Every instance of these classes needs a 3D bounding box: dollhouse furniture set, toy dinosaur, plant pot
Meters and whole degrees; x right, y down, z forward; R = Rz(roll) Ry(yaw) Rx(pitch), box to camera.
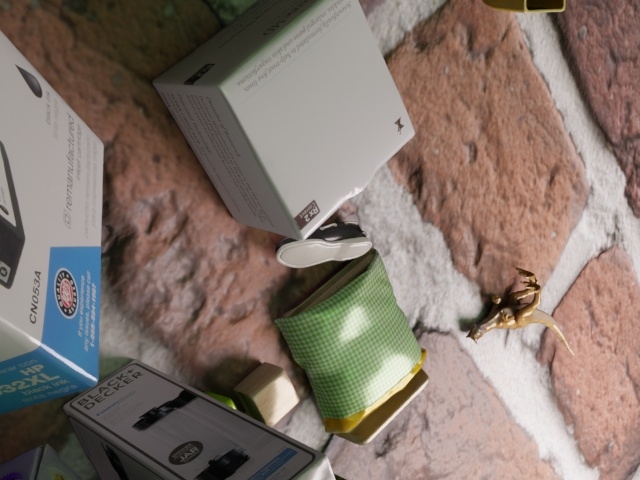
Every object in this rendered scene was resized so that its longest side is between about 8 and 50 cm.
[{"bbox_3d":[0.036,0.174,0.954,0.301,0.151,0.197,-39,123,-28],"label":"dollhouse furniture set"},{"bbox_3d":[0.284,0.102,1.224,0.212,0.064,0.112,2,117,-32],"label":"toy dinosaur"},{"bbox_3d":[0.241,-0.319,1.063,0.082,0.083,0.081,-15,109,-39],"label":"plant pot"}]

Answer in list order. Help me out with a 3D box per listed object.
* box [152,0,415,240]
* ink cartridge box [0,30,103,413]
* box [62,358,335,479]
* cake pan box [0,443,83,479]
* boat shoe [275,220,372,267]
[{"bbox_3d":[-0.030,-0.128,0.851,0.181,0.119,0.181,-44,125,-25],"label":"box"},{"bbox_3d":[-0.267,-0.049,0.535,0.307,0.129,0.223,56,22,-54],"label":"ink cartridge box"},{"bbox_3d":[-0.097,0.225,0.761,0.087,0.290,0.169,-35,119,-32],"label":"box"},{"bbox_3d":[-0.249,0.308,0.709,0.246,0.070,0.266,-24,123,11],"label":"cake pan box"},{"bbox_3d":[0.000,0.000,0.960,0.125,0.038,0.046,-8,147,-34],"label":"boat shoe"}]
